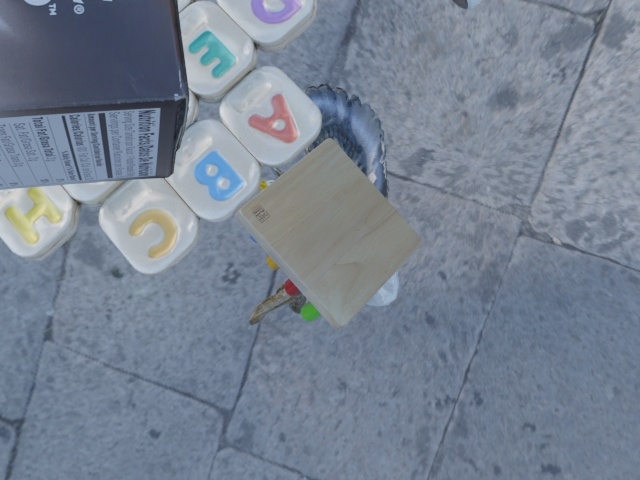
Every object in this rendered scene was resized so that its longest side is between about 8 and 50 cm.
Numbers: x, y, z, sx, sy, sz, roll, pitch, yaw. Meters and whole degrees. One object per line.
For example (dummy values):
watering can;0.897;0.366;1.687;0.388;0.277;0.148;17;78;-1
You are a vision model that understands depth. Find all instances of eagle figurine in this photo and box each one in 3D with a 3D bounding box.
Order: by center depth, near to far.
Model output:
eagle figurine;-0.005;-0.050;1.092;0.226;0.298;0.225;-8;135;19

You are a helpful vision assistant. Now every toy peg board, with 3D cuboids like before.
toy peg board;0.000;0.000;0.840;0.160;0.161;0.079;48;143;-1

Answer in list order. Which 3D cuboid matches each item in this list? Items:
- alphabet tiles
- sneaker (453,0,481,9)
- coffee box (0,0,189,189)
alphabet tiles;-0.147;-0.123;0.553;0.284;0.021;0.278;-42;74;-2
sneaker;0.136;-0.403;0.837;0.123;0.106;0.290;-27;85;7
coffee box;-0.216;-0.108;0.323;0.297;0.119;0.168;-7;81;-14
